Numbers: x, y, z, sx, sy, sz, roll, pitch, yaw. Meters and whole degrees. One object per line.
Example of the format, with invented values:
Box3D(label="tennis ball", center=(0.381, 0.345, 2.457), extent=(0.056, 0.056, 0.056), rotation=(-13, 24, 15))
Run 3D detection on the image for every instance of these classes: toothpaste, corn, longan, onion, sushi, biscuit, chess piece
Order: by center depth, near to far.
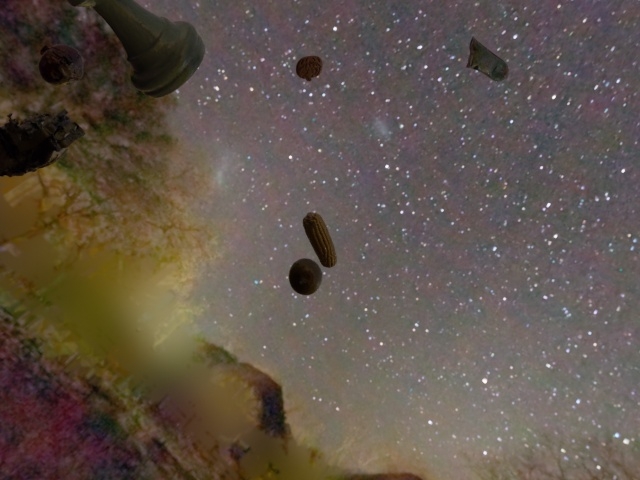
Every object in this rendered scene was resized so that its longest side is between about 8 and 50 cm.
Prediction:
Box3D(label="longan", center=(-0.031, 0.073, 0.881), extent=(0.075, 0.075, 0.083), rotation=(42, 10, 4))
Box3D(label="chess piece", center=(-0.409, -0.469, 0.929), extent=(0.194, 0.194, 0.299), rotation=(24, -12, 38))
Box3D(label="sushi", center=(-0.670, -0.228, 1.014), extent=(0.291, 0.139, 0.131), rotation=(-14, -56, 26))
Box3D(label="onion", center=(-0.622, -0.421, 1.053), extent=(0.097, 0.107, 0.107), rotation=(48, -24, -15))
Box3D(label="toothpaste", center=(0.457, -0.479, 1.201), extent=(0.047, 0.248, 0.078), rotation=(19, -76, 41))
Box3D(label="corn", center=(0.000, 0.000, 1.327), extent=(0.067, 0.067, 0.206), rotation=(19, -38, 43))
Box3D(label="biscuit", center=(-0.033, -0.525, 1.351), extent=(0.015, 0.091, 0.078), rotation=(51, -29, 39))
